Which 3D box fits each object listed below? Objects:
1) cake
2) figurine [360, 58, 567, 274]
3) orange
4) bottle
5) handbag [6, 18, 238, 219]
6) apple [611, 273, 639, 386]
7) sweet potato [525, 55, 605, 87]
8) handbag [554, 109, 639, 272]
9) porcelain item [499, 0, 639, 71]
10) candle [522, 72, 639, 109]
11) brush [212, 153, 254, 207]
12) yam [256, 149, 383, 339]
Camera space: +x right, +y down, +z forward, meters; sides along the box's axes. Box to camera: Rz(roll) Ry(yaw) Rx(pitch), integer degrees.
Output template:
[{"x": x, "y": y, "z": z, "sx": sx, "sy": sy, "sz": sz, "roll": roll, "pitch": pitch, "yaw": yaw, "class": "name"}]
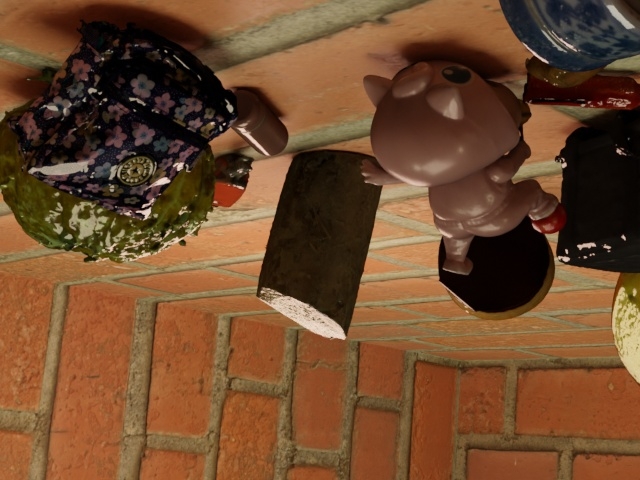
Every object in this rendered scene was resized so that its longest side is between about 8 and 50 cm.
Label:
[{"x": 0.293, "y": 0.047, "z": 1.964, "sx": 0.208, "sy": 0.185, "sz": 0.178, "roll": -17, "pitch": 164, "yaw": -2, "class": "cake"}, {"x": 0.165, "y": -0.097, "z": 1.335, "sx": 0.176, "sy": 0.186, "sz": 0.287, "roll": -1, "pitch": 134, "yaw": 47, "class": "figurine"}, {"x": -0.292, "y": -0.078, "z": 1.525, "sx": 0.300, "sy": 0.223, "sz": 0.301, "roll": 16, "pitch": 166, "yaw": -23, "class": "orange"}, {"x": -0.083, "y": -0.151, "z": 1.491, "sx": 0.053, "sy": 0.053, "sz": 0.140, "roll": 1, "pitch": 169, "yaw": 15, "class": "bottle"}, {"x": -0.208, "y": -0.132, "z": 1.283, "sx": 0.208, "sy": 0.126, "sz": 0.229, "roll": -45, "pitch": 141, "yaw": 13, "class": "handbag"}, {"x": 0.693, "y": 0.126, "z": 1.968, "sx": 0.384, "sy": 0.374, "sz": 0.374, "roll": 42, "pitch": 177, "yaw": 14, "class": "apple"}, {"x": 0.267, "y": -0.192, "z": 1.159, "sx": 0.053, "sy": 0.054, "sz": 0.182, "roll": -2, "pitch": 168, "yaw": -15, "class": "sweet potato"}, {"x": 0.409, "y": -0.061, "z": 1.419, "sx": 0.181, "sy": 0.181, "sz": 0.254, "roll": 8, "pitch": 170, "yaw": -18, "class": "handbag"}, {"x": 0.212, "y": -0.208, "z": 0.868, "sx": 0.147, "sy": 0.147, "sz": 0.114, "roll": 11, "pitch": 168, "yaw": -30, "class": "porcelain item"}, {"x": 0.309, "y": -0.172, "z": 1.285, "sx": 0.162, "sy": 0.048, "sz": 0.053, "roll": 4, "pitch": -157, "yaw": 4, "class": "candle"}, {"x": -0.149, "y": -0.096, "z": 1.811, "sx": 0.070, "sy": 0.051, "sz": 0.323, "roll": 15, "pitch": 169, "yaw": -15, "class": "brush"}, {"x": 0.000, "y": 0.000, "z": 1.723, "sx": 0.161, "sy": 0.268, "sz": 0.161, "roll": 15, "pitch": 170, "yaw": 3, "class": "yam"}]
